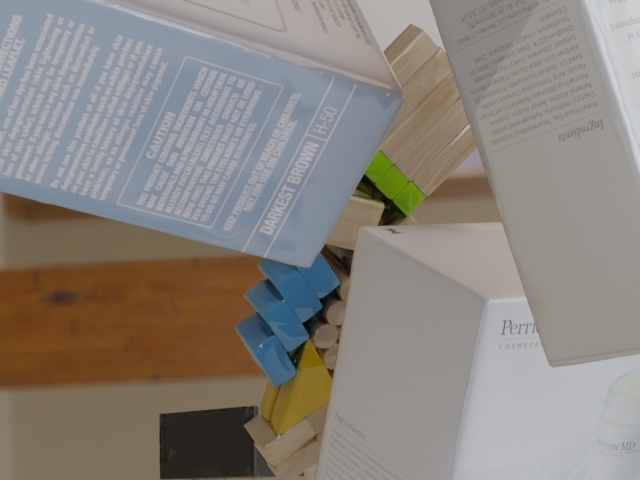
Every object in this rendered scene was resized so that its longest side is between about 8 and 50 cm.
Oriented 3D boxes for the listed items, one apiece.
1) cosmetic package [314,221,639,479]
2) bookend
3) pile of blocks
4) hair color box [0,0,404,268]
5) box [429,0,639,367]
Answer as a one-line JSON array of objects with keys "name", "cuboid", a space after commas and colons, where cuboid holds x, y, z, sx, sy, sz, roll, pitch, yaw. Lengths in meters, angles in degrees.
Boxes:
[{"name": "cosmetic package", "cuboid": [0.130, 0.112, 0.987, 0.224, 0.225, 0.138, -2, -162, -35]}, {"name": "bookend", "cuboid": [-0.065, 0.218, 1.658, 0.156, 0.072, 0.157, 7, 168, -42]}, {"name": "pile of blocks", "cuboid": [0.000, 0.000, 1.189, 0.149, 0.362, 0.112, 16, -166, -29]}, {"name": "hair color box", "cuboid": [-0.164, -0.122, 0.733, 0.374, 0.114, 0.185, 15, -149, -25]}, {"name": "box", "cuboid": [0.141, -0.050, 0.639, 0.130, 0.170, 0.091, -17, 179, -31]}]
